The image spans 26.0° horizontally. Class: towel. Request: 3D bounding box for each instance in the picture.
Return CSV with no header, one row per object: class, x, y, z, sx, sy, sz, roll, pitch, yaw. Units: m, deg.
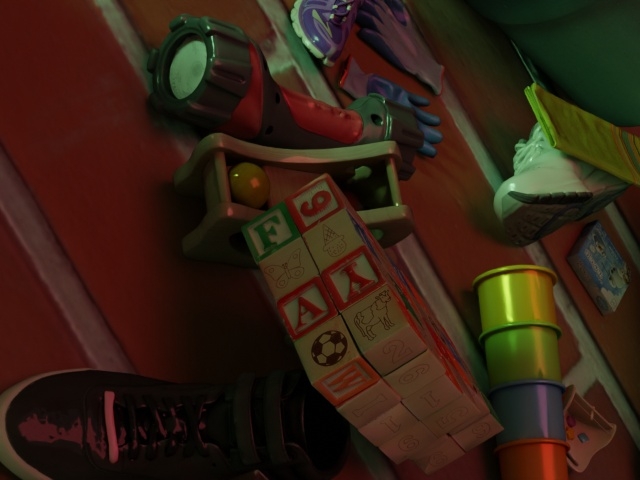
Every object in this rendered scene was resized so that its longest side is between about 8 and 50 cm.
towel,0.344,-0.116,1.672,0.237,0.021,0.102,19,38,-38

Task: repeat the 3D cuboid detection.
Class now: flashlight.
flashlight,-0.022,-0.131,1.334,0.304,0.103,0.103,13,58,-44

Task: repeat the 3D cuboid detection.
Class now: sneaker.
sneaker,-0.099,0.138,1.061,0.296,0.147,0.104,15,61,-43
sneaker,0.019,-0.257,1.472,0.068,0.071,0.170,39,46,-29
sneaker,0.273,-0.079,1.661,0.129,0.111,0.297,57,31,9

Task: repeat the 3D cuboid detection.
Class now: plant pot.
plant pot,0.350,-0.335,1.712,0.334,0.341,0.341,42,43,-37

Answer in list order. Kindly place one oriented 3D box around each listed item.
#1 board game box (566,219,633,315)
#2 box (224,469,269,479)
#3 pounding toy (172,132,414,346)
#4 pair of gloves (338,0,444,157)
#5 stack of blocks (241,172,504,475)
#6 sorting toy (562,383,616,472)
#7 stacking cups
board game box,0.351,0.033,1.735,0.090,0.020,0.090,55,41,-12
box,-0.082,0.305,0.972,0.167,0.168,0.203,47,41,-20
pounding toy,0.000,0.000,1.243,0.269,0.154,0.155,10,63,-45
pair of gloves,0.086,-0.190,1.551,0.159,0.023,0.198,37,46,-31
stack of blocks,0.059,0.097,1.185,0.297,0.087,0.171,50,10,-52
sorting toy,0.283,0.216,1.544,0.083,0.045,0.075,43,50,-26
stacking cups,0.219,0.184,1.441,0.096,0.096,0.316,21,55,-41
